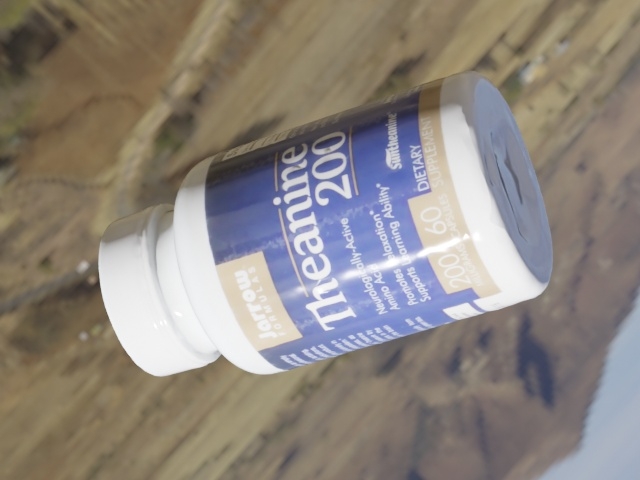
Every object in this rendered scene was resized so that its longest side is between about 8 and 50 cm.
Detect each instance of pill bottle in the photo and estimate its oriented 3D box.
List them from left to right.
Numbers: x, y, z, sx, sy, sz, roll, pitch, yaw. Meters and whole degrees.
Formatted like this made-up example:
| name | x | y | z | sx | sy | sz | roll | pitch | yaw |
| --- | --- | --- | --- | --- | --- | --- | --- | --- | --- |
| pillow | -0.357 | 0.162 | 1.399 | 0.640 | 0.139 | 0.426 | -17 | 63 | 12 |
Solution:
| name | x | y | z | sx | sy | sz | roll | pitch | yaw |
| --- | --- | --- | --- | --- | --- | --- | --- | --- | --- |
| pill bottle | 0.000 | 0.000 | 0.491 | 0.120 | 0.067 | 0.067 | -18 | -175 | 19 |
